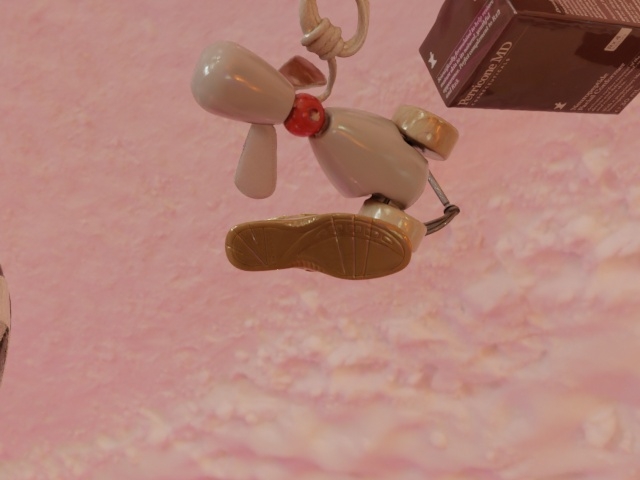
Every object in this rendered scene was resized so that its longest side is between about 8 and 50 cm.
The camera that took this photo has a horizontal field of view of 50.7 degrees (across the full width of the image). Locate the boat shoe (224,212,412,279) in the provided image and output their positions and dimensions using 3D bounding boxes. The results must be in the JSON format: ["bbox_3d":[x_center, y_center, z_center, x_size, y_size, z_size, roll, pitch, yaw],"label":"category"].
[{"bbox_3d":[0.000,0.000,0.626,0.169,0.059,0.063,4,101,8],"label":"boat shoe"}]

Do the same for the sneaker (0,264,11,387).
[{"bbox_3d":[-0.252,0.079,0.408,0.122,0.331,0.146,0,150,-25],"label":"sneaker"}]

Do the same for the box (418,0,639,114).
[{"bbox_3d":[0.371,-0.312,1.060,0.381,0.143,0.191,-3,149,-25],"label":"box"}]

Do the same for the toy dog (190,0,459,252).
[{"bbox_3d":[0.004,-0.122,0.769,0.334,0.220,0.161,48,165,-28],"label":"toy dog"}]

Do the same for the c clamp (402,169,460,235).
[{"bbox_3d":[0.147,-0.075,0.969,0.137,0.161,0.022,-13,144,-7],"label":"c clamp"}]
